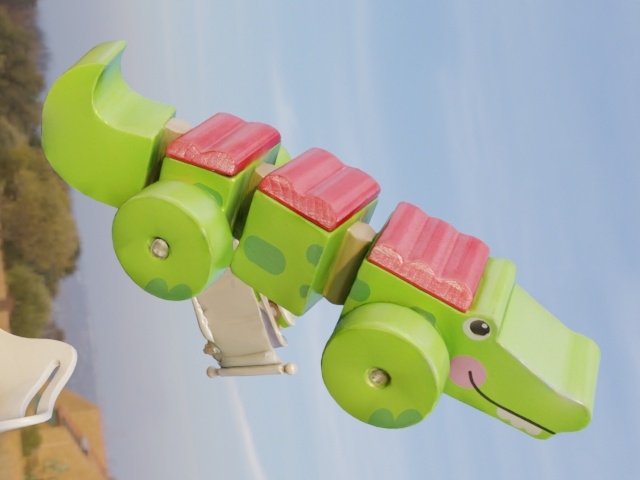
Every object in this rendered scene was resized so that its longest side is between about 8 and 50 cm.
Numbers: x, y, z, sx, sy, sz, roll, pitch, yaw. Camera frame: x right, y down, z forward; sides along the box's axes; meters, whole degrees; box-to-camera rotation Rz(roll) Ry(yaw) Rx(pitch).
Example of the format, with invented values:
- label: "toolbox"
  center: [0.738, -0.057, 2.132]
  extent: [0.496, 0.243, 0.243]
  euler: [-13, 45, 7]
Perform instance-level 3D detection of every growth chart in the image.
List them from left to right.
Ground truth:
- label: "growth chart"
  center: [-0.100, 0.057, 1.052]
  extent: [0.172, 0.021, 0.237]
  euler: [-2, -73, 38]

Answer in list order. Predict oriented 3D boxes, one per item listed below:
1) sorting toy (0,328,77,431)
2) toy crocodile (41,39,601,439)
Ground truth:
- label: "sorting toy"
  center: [-0.142, 0.063, 0.375]
  extent: [0.083, 0.075, 0.045]
  euler: [-81, 162, -62]
- label: "toy crocodile"
  center: [0.000, 0.000, 0.504]
  extent: [0.115, 0.340, 0.105]
  euler: [-47, 163, -54]
